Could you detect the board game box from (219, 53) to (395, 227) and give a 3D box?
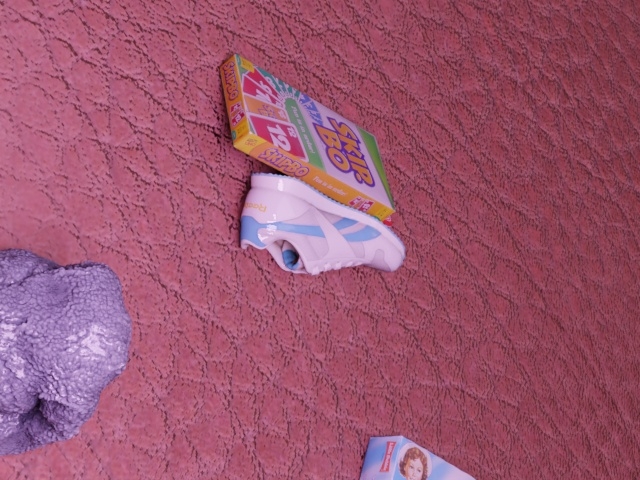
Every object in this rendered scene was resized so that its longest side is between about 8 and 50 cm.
[{"bbox_3d":[-0.005,-0.110,1.599,0.259,0.039,0.124,29,36,-41],"label":"board game box"}]

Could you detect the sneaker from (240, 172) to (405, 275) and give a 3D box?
[{"bbox_3d":[0.000,0.000,1.594,0.229,0.087,0.092,24,78,-35],"label":"sneaker"}]

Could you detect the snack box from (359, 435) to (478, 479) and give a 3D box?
[{"bbox_3d":[0.159,0.383,1.697,0.322,0.060,0.187,34,61,-36],"label":"snack box"}]

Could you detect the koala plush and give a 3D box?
[{"bbox_3d":[-0.299,0.074,1.199,0.221,0.203,0.196,19,70,-37],"label":"koala plush"}]
